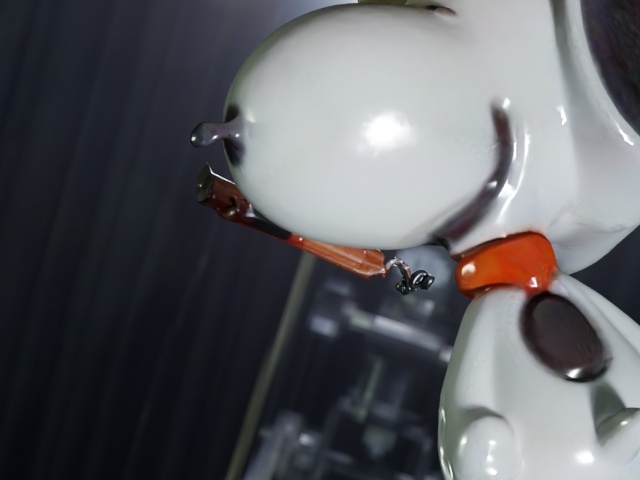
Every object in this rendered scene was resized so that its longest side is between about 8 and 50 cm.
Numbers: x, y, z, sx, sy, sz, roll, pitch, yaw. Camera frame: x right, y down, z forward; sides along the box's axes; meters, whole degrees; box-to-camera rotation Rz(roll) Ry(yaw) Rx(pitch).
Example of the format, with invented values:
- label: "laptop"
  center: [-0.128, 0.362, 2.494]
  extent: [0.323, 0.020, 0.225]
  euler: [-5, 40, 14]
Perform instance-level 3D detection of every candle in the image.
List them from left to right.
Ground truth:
- label: "candle"
  center: [0.000, 0.001, 1.112]
  extent: [0.167, 0.021, 0.026]
  euler: [25, -158, -34]

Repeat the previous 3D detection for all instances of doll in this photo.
- label: "doll"
  center: [0.085, 0.006, 0.723]
  extent: [0.208, 0.144, 0.271]
  euler: [-31, -99, -27]
